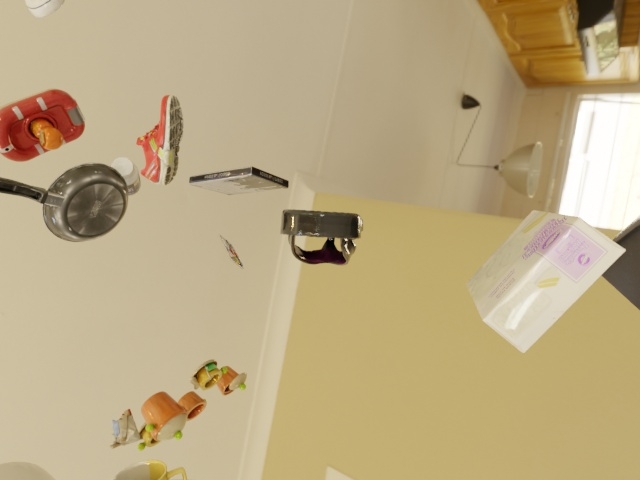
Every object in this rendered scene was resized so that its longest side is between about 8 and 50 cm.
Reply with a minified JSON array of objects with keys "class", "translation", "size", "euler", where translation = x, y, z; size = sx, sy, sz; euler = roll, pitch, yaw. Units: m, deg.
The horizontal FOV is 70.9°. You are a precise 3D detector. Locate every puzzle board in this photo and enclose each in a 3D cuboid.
[{"class":"puzzle board","translation":[-0.328,0.041,1.660],"size":[0.011,0.128,0.096],"euler":[-34,-31,1]}]

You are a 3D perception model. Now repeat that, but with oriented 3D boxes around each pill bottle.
[{"class":"pill bottle","translation":[-0.490,-0.161,1.127],"size":[0.067,0.120,0.067],"euler":[5,-106,-16]}]

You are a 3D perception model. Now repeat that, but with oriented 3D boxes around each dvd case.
[{"class":"dvd case","translation":[-0.242,-0.174,1.344],"size":[0.179,0.238,0.030],"euler":[12,-102,-59]}]

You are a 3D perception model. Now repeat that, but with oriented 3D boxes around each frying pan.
[{"class":"frying pan","translation":[-0.536,-0.107,0.961],"size":[0.197,0.053,0.326],"euler":[-53,-27,-12]}]

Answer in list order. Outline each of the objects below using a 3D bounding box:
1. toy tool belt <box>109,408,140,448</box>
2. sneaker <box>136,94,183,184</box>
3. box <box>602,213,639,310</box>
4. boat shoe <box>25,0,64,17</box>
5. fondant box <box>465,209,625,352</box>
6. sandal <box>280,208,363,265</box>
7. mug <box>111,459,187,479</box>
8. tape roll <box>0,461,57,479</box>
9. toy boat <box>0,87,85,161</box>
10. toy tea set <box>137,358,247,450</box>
[{"class":"toy tool belt","translation":[-0.379,0.357,0.854],"size":[0.051,0.083,0.052],"euler":[-20,-64,-27]},{"class":"sneaker","translation":[-0.487,-0.299,1.340],"size":[0.107,0.118,0.279],"euler":[-77,5,-66]},{"class":"box","translation":[0.724,-0.034,0.828],"size":[0.296,0.183,0.294],"euler":[-32,-23,-19]},{"class":"boat shoe","translation":[-0.711,-0.636,1.110],"size":[0.095,0.258,0.084],"euler":[-38,-33,-7]},{"class":"fondant box","translation":[0.422,0.061,0.908],"size":[0.238,0.096,0.330],"euler":[-52,-5,13]},{"class":"sandal","translation":[-0.003,0.000,0.871],"size":[0.446,0.167,0.107],"euler":[-14,-73,-84]},{"class":"mug","translation":[-0.205,0.309,0.537],"size":[0.062,0.078,0.064],"euler":[-67,-28,-84]},{"class":"tape roll","translation":[-0.579,0.562,0.827],"size":[0.246,0.169,0.246],"euler":[-2,-88,-50]},{"class":"toy boat","translation":[-0.730,-0.288,1.183],"size":[0.231,0.151,0.151],"euler":[-35,-34,-25]},{"class":"toy tea set","translation":[-0.330,0.447,1.215],"size":[0.336,0.124,0.200],"euler":[-30,-32,-37]}]
